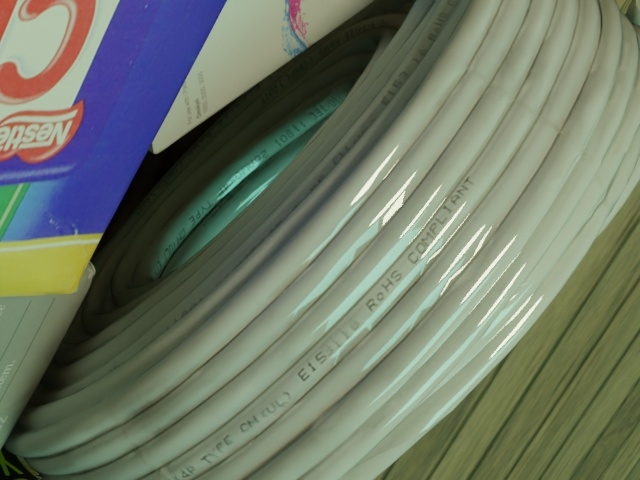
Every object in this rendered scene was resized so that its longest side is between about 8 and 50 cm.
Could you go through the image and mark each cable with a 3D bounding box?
[{"bbox_3d":[0.000,0.000,0.613,0.257,0.089,0.257,-32,-161,44],"label":"cable"}]

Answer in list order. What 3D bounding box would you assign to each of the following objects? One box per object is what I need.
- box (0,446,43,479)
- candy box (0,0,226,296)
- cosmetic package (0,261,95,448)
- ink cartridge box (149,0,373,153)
[{"bbox_3d":[-0.219,0.195,0.717,0.216,0.060,0.270,5,122,-57],"label":"box"},{"bbox_3d":[-0.108,-0.137,0.366,0.268,0.122,0.317,-3,131,-55],"label":"candy box"},{"bbox_3d":[-0.193,0.032,0.489,0.238,0.107,0.127,-10,138,-55],"label":"cosmetic package"},{"bbox_3d":[-0.037,-0.097,0.560,0.122,0.088,0.052,-38,152,-19],"label":"ink cartridge box"}]
